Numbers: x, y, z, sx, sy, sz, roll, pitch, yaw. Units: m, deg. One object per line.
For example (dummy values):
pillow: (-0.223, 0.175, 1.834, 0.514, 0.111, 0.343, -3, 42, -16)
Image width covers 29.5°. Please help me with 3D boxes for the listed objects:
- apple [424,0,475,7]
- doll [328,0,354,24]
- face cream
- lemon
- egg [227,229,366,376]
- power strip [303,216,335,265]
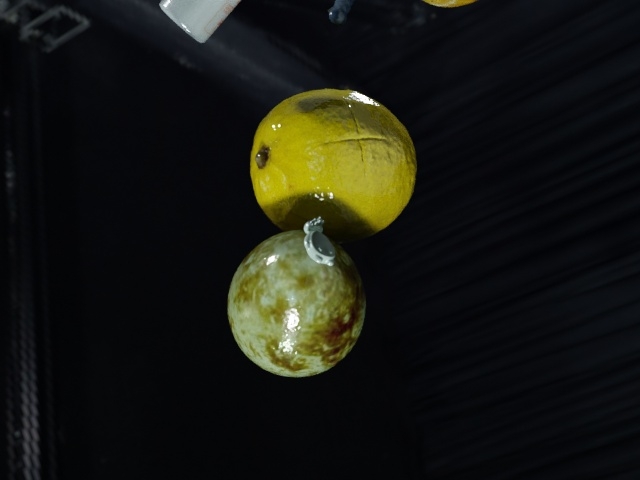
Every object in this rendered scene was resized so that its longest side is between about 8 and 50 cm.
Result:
apple: (0.175, -0.475, 1.759, 0.301, 0.301, 0.301, 34, -136, -41)
doll: (0.042, -0.452, 2.333, 0.037, 0.027, 0.125, 34, -139, -12)
face cream: (-0.153, -0.455, 2.032, 0.101, 0.252, 0.101, 42, -174, -5)
lemon: (0.022, -0.131, 2.162, 0.297, 0.297, 0.297, 34, -136, -41)
egg: (-0.038, 0.100, 2.066, 0.238, 0.289, 0.238, 6, -133, -7)
power strip: (0.000, 0.000, 1.829, 0.055, 0.035, 0.083, 15, -140, -34)
